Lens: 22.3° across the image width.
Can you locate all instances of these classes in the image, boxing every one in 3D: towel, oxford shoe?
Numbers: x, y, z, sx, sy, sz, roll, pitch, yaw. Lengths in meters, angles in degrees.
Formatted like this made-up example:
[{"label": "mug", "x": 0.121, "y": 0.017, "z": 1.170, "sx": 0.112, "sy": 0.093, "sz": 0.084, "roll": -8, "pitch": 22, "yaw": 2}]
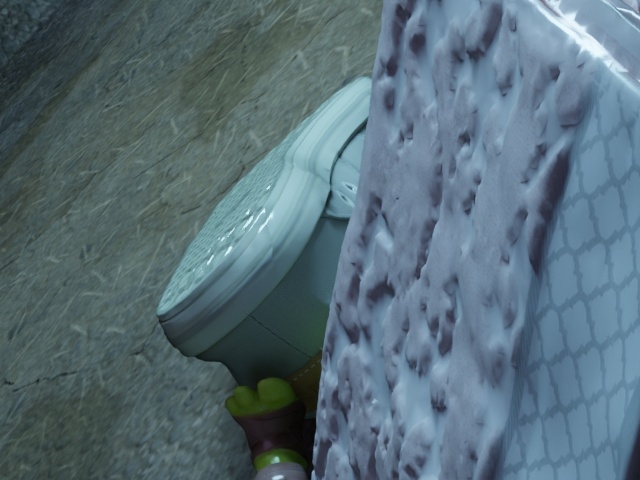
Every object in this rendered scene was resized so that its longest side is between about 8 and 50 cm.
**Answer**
[{"label": "towel", "x": 0.052, "y": 0.073, "z": 0.535, "sx": 0.317, "sy": 0.053, "sz": 0.332, "roll": -118, "pitch": 34, "yaw": -67}, {"label": "oxford shoe", "x": 0.000, "y": 0.000, "z": 1.083, "sx": 0.169, "sy": 0.130, "sz": 0.449, "roll": -46, "pitch": 8, "yaw": 16}]

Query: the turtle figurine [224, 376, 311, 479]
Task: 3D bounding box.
[{"label": "turtle figurine", "x": 0.015, "y": 0.166, "z": 0.815, "sx": 0.269, "sy": 0.087, "sz": 0.217, "roll": -27, "pitch": 47, "yaw": 34}]
